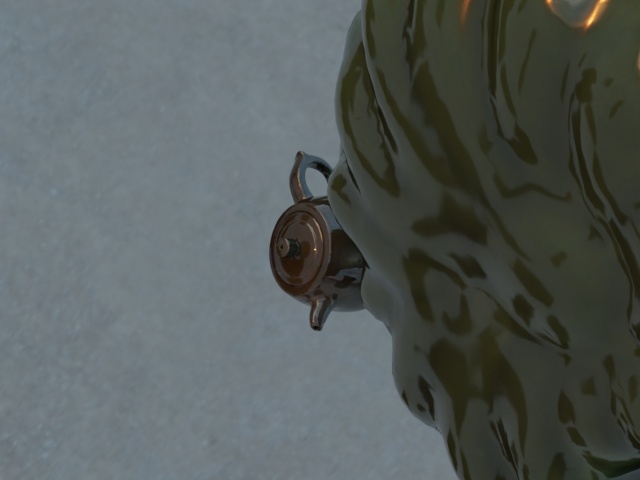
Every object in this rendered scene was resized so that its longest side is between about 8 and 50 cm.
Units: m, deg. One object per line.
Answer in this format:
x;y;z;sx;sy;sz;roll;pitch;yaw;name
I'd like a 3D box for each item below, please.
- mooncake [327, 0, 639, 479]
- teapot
0.143;-0.018;0.679;0.187;0.351;0.351;-19;68;-22;mooncake
0.000;0.000;0.923;0.068;0.076;0.121;7;68;-42;teapot
